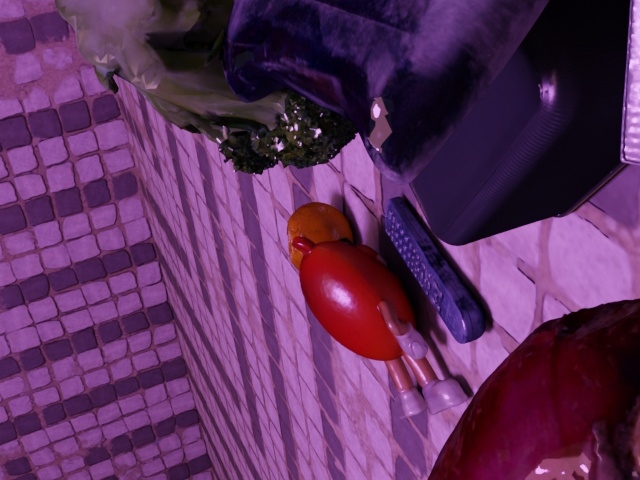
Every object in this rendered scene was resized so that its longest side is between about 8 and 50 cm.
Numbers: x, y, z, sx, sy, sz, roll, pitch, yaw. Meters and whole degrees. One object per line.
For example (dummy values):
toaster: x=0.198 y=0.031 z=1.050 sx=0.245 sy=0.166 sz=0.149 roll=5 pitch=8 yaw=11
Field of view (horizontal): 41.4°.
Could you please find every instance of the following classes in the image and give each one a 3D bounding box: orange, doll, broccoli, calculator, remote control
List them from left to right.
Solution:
broccoli: x=-0.058 y=-0.172 z=0.644 sx=0.295 sy=0.245 sz=0.265 roll=28 pitch=120 yaw=33
orange: x=0.000 y=0.000 z=0.912 sx=0.083 sy=0.070 sz=0.083 roll=173 pitch=90 yaw=-77
doll: x=0.050 y=0.078 z=0.832 sx=0.217 sy=0.085 sz=0.183 roll=52 pitch=163 yaw=4
remote control: x=0.095 y=0.026 z=0.723 sx=0.043 sy=0.027 sz=0.152 roll=82 pitch=162 yaw=-49
calculator: x=0.052 y=-0.167 z=0.375 sx=0.040 sy=0.268 sz=0.177 roll=26 pitch=-175 yaw=-46

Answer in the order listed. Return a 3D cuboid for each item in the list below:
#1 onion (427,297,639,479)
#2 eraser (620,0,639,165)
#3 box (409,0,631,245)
onion: x=0.164 y=0.142 z=0.352 sx=0.246 sy=0.190 sz=0.246 roll=9 pitch=105 yaw=39
eraser: x=0.167 y=-0.091 z=0.308 sx=0.104 sy=0.023 sz=0.150 roll=16 pitch=127 yaw=36
box: x=0.103 y=-0.093 z=0.465 sx=0.201 sy=0.090 sz=0.144 roll=116 pitch=134 yaw=-67
